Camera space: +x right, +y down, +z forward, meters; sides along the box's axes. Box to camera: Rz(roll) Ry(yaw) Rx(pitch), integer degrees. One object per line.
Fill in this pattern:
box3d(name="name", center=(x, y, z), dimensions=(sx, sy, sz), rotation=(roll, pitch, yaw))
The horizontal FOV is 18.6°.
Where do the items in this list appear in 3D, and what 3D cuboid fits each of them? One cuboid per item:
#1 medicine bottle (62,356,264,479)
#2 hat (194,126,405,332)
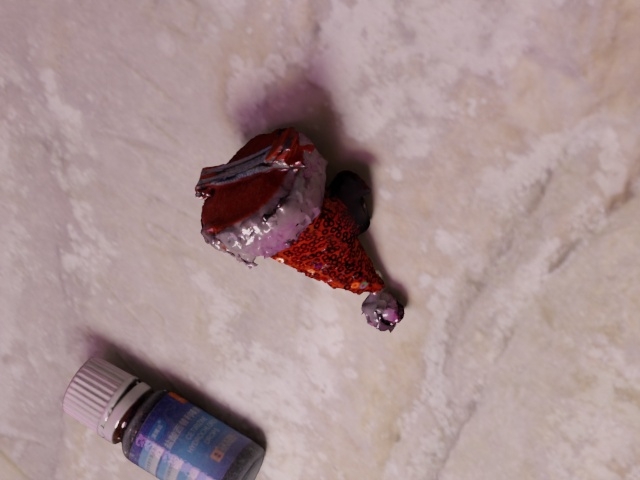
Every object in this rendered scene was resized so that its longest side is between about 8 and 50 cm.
box3d(name="medicine bottle", center=(-0.159, 0.193, 1.951), dimensions=(0.203, 0.083, 0.083), rotation=(28, 137, 13))
box3d(name="hat", center=(0.003, -0.003, 1.674), dimensions=(0.140, 0.129, 0.227), rotation=(-31, 122, 29))
